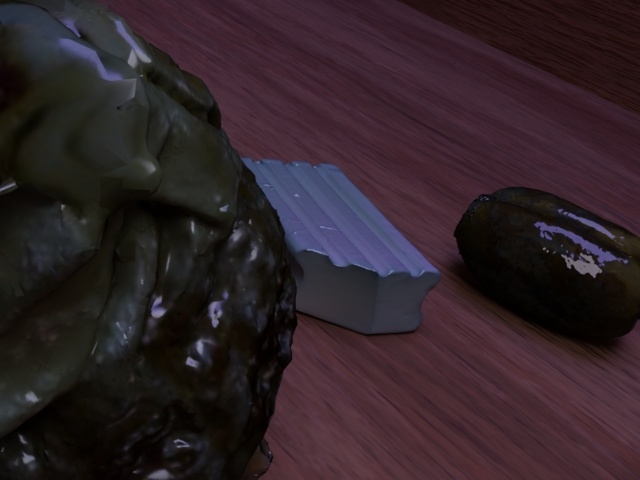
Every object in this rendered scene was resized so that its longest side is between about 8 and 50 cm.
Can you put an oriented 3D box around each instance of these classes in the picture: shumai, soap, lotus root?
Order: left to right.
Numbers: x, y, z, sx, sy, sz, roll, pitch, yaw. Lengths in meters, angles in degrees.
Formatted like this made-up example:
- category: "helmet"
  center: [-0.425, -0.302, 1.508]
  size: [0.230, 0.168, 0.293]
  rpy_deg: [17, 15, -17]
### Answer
- category: "shumai"
  center: [-0.179, -0.005, 0.561]
  size: [0.396, 0.348, 0.394]
  rpy_deg: [5, 57, -7]
- category: "soap"
  center: [0.000, 0.000, 1.062]
  size: [0.173, 0.095, 0.289]
  rpy_deg: [1, 31, -31]
- category: "lotus root"
  center: [0.305, 0.030, 1.116]
  size: [0.275, 0.160, 0.152]
  rpy_deg: [30, 53, 27]

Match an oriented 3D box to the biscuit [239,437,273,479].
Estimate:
- category: "biscuit"
  center: [-0.112, 0.158, 0.732]
  size: [0.118, 0.061, 0.183]
  rpy_deg: [8, 26, -14]
